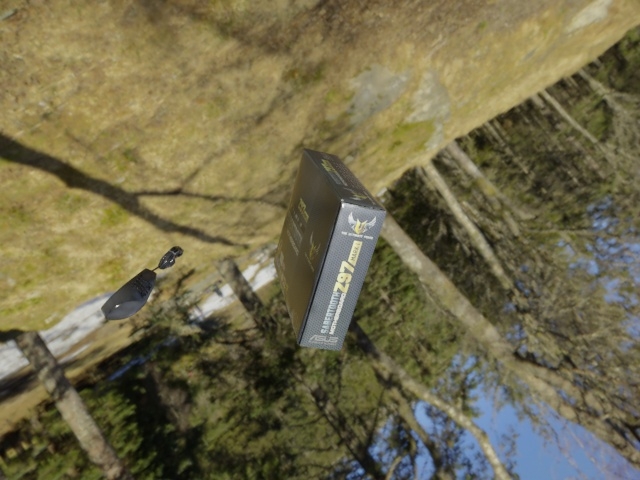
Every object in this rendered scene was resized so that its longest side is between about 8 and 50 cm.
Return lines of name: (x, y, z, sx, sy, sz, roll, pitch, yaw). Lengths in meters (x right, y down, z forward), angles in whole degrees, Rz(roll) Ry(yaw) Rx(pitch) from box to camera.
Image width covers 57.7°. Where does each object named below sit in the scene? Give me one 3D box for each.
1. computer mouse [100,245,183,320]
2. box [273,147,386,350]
computer mouse: (-0.266, 0.065, 0.916, 0.071, 0.041, 0.242, -43, -174, 22)
box: (0.000, 0.000, 0.744, 0.233, 0.059, 0.184, -117, -139, -63)
